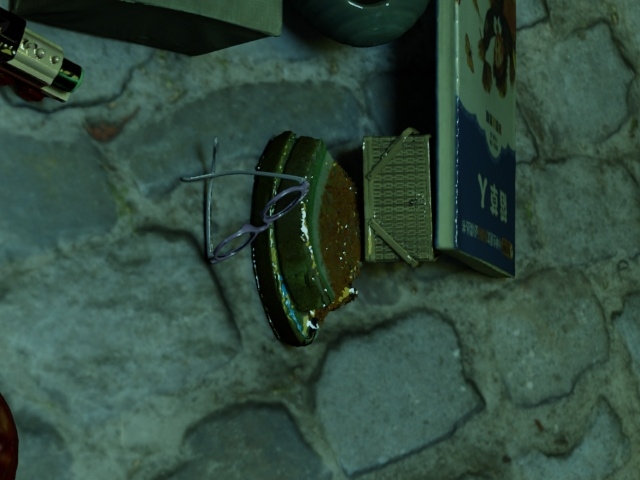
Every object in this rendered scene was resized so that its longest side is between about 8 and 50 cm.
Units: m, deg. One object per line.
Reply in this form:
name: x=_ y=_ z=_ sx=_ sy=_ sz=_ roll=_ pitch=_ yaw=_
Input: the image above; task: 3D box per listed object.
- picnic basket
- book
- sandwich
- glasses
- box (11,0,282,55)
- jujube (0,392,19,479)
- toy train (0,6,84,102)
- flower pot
picnic basket: x=0.096 y=-0.049 z=1.621 sx=0.115 sy=0.079 sz=0.164 roll=-5 pitch=93 yaw=-79
book: x=0.196 y=-0.178 z=1.716 sx=0.300 sy=0.039 sz=0.428 roll=20 pitch=69 yaw=-68
sandwich: x=-0.004 y=0.004 z=1.565 sx=0.159 sy=0.079 sz=0.235 roll=23 pitch=69 yaw=-38
glasses: x=-0.094 y=-0.053 z=1.498 sx=0.104 sy=0.140 sz=0.062 roll=52 pitch=14 yaw=16
box: x=-0.171 y=-0.289 z=1.396 sx=0.231 sy=0.149 sz=0.155 roll=5 pitch=84 yaw=-44
jujube: x=-0.373 y=0.184 z=1.136 sx=0.232 sy=0.213 sz=0.213 roll=-47 pitch=115 yaw=-37
toy train: x=-0.289 y=-0.177 z=1.326 sx=0.138 sy=0.087 sz=0.050 roll=26 pitch=71 yaw=-36
flower pot: x=0.040 y=-0.340 z=1.577 sx=0.157 sy=0.189 sz=0.243 roll=54 pitch=26 yaw=-83
